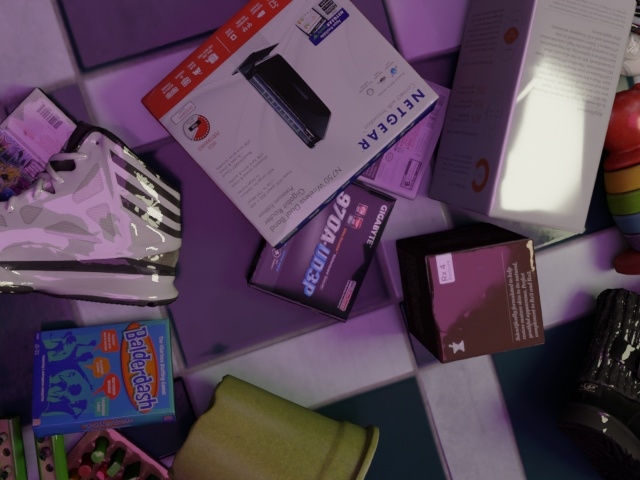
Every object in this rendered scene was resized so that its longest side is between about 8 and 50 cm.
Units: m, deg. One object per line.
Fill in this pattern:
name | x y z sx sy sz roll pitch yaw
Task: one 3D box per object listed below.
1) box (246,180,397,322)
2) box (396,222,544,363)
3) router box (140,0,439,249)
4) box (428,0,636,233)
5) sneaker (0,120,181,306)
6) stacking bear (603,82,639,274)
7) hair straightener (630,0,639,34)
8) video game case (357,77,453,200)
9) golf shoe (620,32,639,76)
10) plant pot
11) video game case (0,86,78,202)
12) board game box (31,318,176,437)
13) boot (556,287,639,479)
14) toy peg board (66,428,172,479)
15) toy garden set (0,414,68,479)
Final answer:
box | 0.000 0.000 1.409 0.175 0.051 0.220 22 95 -10
box | 0.229 0.076 1.375 0.166 0.203 0.169 -10 99 -7
router box | -0.044 -0.208 1.324 0.335 0.082 0.301 -43 85 -1
box | 0.313 -0.205 1.334 0.168 0.215 0.346 10 97 -18
sneaker | -0.419 -0.051 1.268 0.447 0.169 0.258 6 89 -16
stacking bear | 0.530 -0.107 1.422 0.175 0.164 0.289 -24 95 -4
hair straightener | 0.516 -0.386 1.440 0.230 0.047 0.089 12 95 -5
video game case | 0.107 -0.182 1.417 0.173 0.022 0.191 20 95 -10
golf shoe | 0.489 -0.310 1.420 0.176 0.086 0.069 11 94 -11
plant pot | -0.085 0.346 1.356 0.253 0.276 0.276 31 92 1
video game case | -0.420 -0.080 1.346 0.232 0.042 0.210 44 90 -11
board game box | -0.333 0.210 1.350 0.210 0.047 0.160 -6 58 -8
boot | 0.546 0.267 1.483 0.348 0.131 0.260 46 61 -36
toy peg board | -0.346 0.402 1.402 0.161 0.079 0.161 41 90 -10
toy garden set | -0.517 0.379 1.357 0.244 0.049 0.204 -4 96 7
